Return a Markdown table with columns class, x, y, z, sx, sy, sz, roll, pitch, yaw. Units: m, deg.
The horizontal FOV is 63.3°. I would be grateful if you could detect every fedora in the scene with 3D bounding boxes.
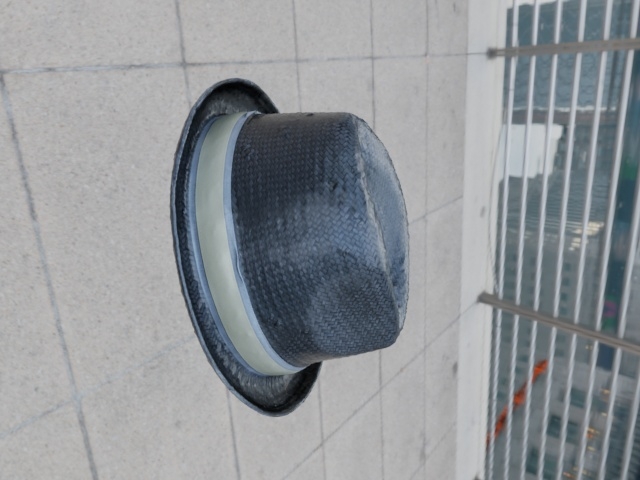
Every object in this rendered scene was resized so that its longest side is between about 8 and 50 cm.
| class | x | y | z | sx | sy | sz | roll | pitch | yaw |
| --- | --- | --- | --- | --- | --- | --- | --- | --- | --- |
| fedora | 0.000 | 0.000 | 0.505 | 0.334 | 0.152 | 0.335 | -8 | 90 | -69 |
